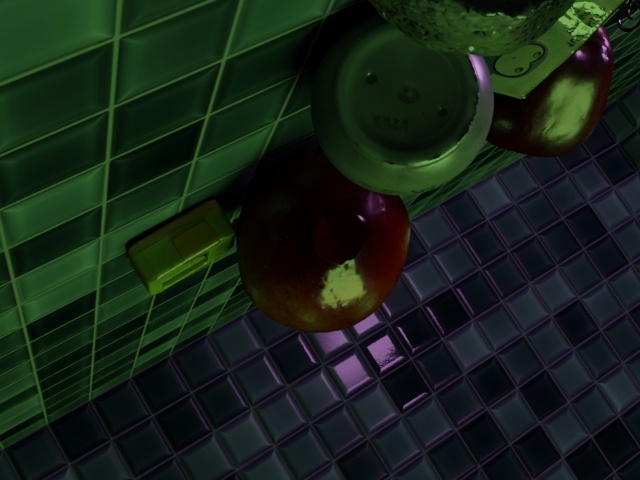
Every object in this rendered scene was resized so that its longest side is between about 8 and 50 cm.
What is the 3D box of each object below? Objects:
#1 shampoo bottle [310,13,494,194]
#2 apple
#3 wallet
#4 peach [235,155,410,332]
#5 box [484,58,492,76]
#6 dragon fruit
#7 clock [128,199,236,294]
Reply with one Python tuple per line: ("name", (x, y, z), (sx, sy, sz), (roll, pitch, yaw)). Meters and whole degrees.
("shampoo bottle", (0.122, -0.204, 1.364), (0.273, 0.273, 0.266), (-32, 177, 2))
("apple", (0.461, -0.325, 1.867), (0.288, 0.288, 0.316), (-26, 152, -37))
("wallet", (0.369, -0.372, 1.579), (0.275, 0.068, 0.335), (17, 146, -23))
("peach", (0.000, 0.000, 1.815), (0.388, 0.388, 0.388), (-31, 171, -5))
("box", (0.181, -0.278, 1.644), (0.229, 0.041, 0.162), (-5, 165, -11))
("dragon fruit", (0.204, -0.334, 1.133), (0.283, 0.221, 0.204), (-33, 166, -14))
("clock", (-0.274, 0.013, 1.767), (0.202, 0.096, 0.143), (-31, 169, -16))
